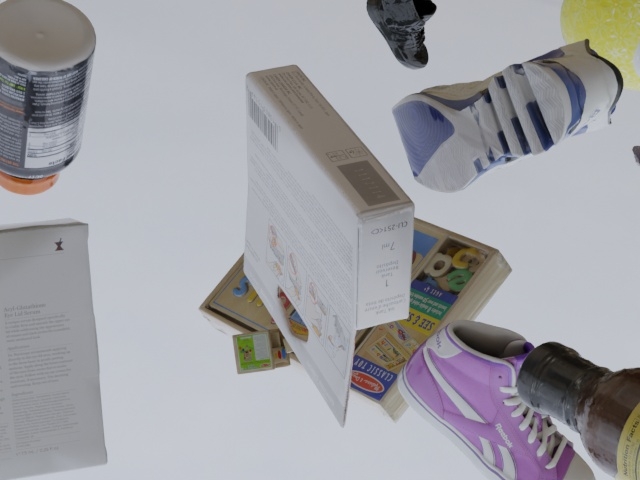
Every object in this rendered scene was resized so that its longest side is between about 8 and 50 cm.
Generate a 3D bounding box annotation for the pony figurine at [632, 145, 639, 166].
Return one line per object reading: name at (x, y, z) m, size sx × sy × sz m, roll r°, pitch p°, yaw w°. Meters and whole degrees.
pony figurine at (0.460, -0.226, 1.479) m, size 0.351 × 0.363 × 0.303 m, roll -7°, pitch -133°, yaw 21°

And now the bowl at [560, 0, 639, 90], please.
bowl at (0.532, -0.328, 2.431) m, size 0.289 × 0.289 × 0.156 m, roll 6°, pitch -136°, yaw -24°

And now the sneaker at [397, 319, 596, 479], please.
sneaker at (0.238, 0.206, 1.866) m, size 0.282 × 0.161 × 0.102 m, roll 36°, pitch -138°, yaw -3°

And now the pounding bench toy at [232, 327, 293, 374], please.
pounding bench toy at (-0.061, 0.141, 2.034) m, size 0.083 × 0.052 × 0.065 m, roll -10°, pitch 177°, yaw 22°

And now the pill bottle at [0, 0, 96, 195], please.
pill bottle at (-0.345, -0.163, 1.870) m, size 0.130 × 0.246 × 0.130 m, roll 8°, pitch -131°, yaw -10°

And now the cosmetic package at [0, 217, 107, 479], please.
cosmetic package at (-0.441, 0.134, 1.752) m, size 0.377 × 0.284 × 0.097 m, roll -6°, pitch -171°, yaw -22°

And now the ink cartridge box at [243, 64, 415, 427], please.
ink cartridge box at (0.000, 0.000, 1.616) m, size 0.066 × 0.261 × 0.296 m, roll -12°, pitch -143°, yaw -20°

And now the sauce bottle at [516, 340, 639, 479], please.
sauce bottle at (0.311, 0.178, 1.376) m, size 0.111 × 0.111 × 0.344 m, roll 1°, pitch -163°, yaw -35°

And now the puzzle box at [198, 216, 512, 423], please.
puzzle box at (0.037, 0.071, 2.196) m, size 0.409 × 0.272 × 0.052 m, roll 22°, pitch 158°, yaw 45°

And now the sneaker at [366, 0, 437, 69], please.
sneaker at (0.127, -0.304, 2.167) m, size 0.089 × 0.051 × 0.170 m, roll -8°, pitch 138°, yaw 38°

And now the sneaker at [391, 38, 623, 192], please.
sneaker at (0.241, -0.148, 1.820) m, size 0.182 × 0.127 × 0.315 m, roll -19°, pitch -177°, yaw -33°
